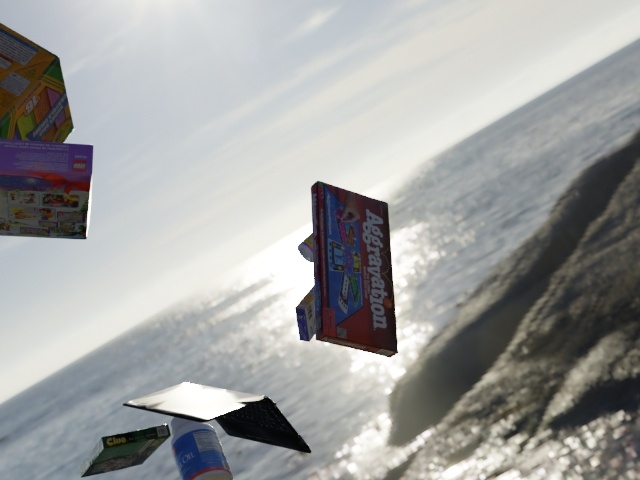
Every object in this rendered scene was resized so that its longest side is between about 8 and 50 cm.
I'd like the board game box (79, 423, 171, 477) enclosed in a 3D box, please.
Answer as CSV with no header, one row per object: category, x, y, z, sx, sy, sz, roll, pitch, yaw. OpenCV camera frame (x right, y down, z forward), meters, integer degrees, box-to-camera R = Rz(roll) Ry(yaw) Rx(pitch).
board game box,-0.399,0.427,2.127,0.136,0.030,0.260,-5,-22,-26

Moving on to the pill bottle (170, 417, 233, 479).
pill bottle,-0.307,0.539,2.648,0.124,0.221,0.124,-15,-45,-15

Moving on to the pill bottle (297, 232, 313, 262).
pill bottle,0.000,0.000,1.924,0.083,0.043,0.043,-42,5,-20

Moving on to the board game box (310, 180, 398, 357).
board game box,0.054,0.044,1.708,0.145,0.281,0.027,17,-35,-30

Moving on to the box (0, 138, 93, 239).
box,-0.490,-0.077,1.565,0.293,0.057,0.201,3,-28,-14

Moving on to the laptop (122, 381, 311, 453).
laptop,-0.191,0.353,1.983,0.234,0.264,0.136,3,47,42

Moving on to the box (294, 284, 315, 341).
box,-0.017,0.150,2.199,0.028,0.081,0.136,6,29,26

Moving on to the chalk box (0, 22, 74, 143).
chalk box,-0.550,-0.213,1.805,0.179,0.180,0.289,-57,-8,-25
